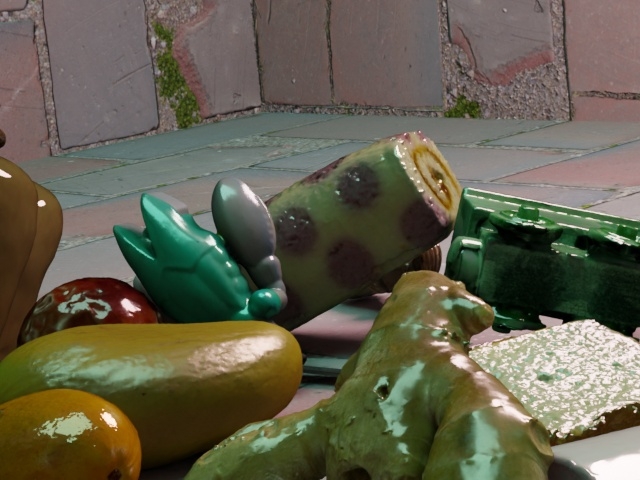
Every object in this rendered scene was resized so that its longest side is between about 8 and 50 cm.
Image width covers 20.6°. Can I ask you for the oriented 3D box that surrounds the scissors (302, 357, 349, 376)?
[{"bbox_3d":[0.101,0.145,1.940,0.447,0.029,0.192,1,13,29],"label":"scissors"}]

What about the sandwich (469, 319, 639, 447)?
[{"bbox_3d":[0.216,0.161,1.645,0.251,0.087,0.226,-13,23,-30],"label":"sandwich"}]

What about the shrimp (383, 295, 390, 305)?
[{"bbox_3d":[0.170,0.081,2.183,0.144,0.052,0.251,-6,10,-17],"label":"shrimp"}]

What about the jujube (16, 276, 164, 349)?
[{"bbox_3d":[-0.255,0.121,1.976,0.168,0.168,0.236,-7,-4,-7],"label":"jujube"}]

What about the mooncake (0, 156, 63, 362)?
[{"bbox_3d":[-0.547,-0.005,2.083,0.467,0.262,0.467,15,-5,1],"label":"mooncake"}]

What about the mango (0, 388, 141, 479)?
[{"bbox_3d":[-0.274,0.201,1.603,0.217,0.141,0.102,-8,-30,17],"label":"mango"}]

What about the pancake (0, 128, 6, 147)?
[{"bbox_3d":[-0.499,-0.149,2.021,0.286,0.033,0.288,13,-8,16],"label":"pancake"}]

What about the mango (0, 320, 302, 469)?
[{"bbox_3d":[-0.172,0.152,1.764,0.332,0.142,0.195,-8,18,-10],"label":"mango"}]

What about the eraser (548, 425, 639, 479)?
[{"bbox_3d":[0.319,0.193,1.424,0.270,0.094,0.174,-9,11,-22],"label":"eraser"}]

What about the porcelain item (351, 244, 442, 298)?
[{"bbox_3d":[0.095,0.040,2.293,0.084,0.054,0.213,-14,-1,-28],"label":"porcelain item"}]

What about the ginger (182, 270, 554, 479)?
[{"bbox_3d":[0.085,0.140,1.486,0.363,0.122,0.348,-6,39,48],"label":"ginger"}]

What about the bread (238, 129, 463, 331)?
[{"bbox_3d":[0.000,0.000,2.140,0.338,0.155,0.187,-32,5,16],"label":"bread"}]

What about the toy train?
[{"bbox_3d":[0.268,0.034,1.995,0.266,0.145,0.202,11,9,-6],"label":"toy train"}]

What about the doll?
[{"bbox_3d":[-0.130,0.061,2.003,0.195,0.258,0.153,-18,-3,18],"label":"doll"}]
